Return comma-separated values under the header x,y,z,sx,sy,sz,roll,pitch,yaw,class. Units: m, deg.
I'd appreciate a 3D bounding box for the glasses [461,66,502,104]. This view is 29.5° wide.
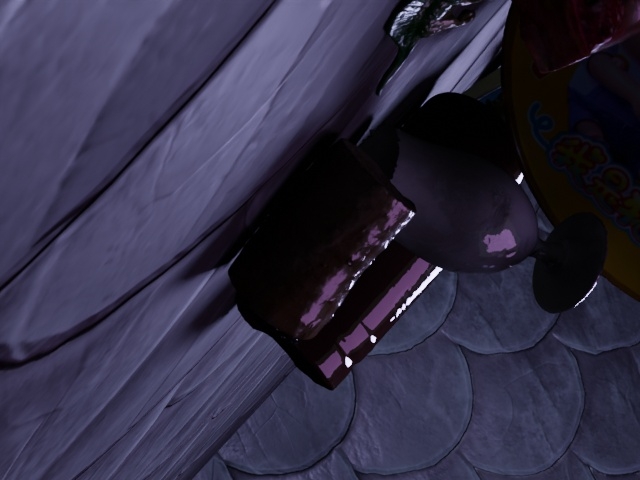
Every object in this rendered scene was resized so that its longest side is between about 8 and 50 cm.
x,y,z,sx,sy,sz,roll,pitch,yaw,class
0.177,-0.116,1.272,0.207,0.102,0.239,-46,175,-26,glasses

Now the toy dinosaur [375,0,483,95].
x,y,z,sx,sy,sz,roll,pitch,yaw,class
0.054,-0.125,0.684,0.060,0.029,0.119,-19,160,-47,toy dinosaur

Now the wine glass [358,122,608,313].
x,y,z,sx,sy,sz,roll,pitch,yaw,class
0.118,-0.017,0.941,0.093,0.202,0.093,-44,-148,38,wine glass

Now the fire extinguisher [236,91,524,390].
x,y,z,sx,sy,sz,roll,pitch,yaw,class
0.078,-0.027,1.071,0.337,0.114,0.135,-46,-173,-12,fire extinguisher

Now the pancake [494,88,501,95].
x,y,z,sx,sy,sz,roll,pitch,yaw,class
0.244,-0.222,1.408,0.158,0.028,0.158,-53,-178,3,pancake

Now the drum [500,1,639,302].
x,y,z,sx,sy,sz,roll,pitch,yaw,class
0.374,-0.138,0.962,0.214,0.431,0.431,-40,170,-49,drum

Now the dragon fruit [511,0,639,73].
x,y,z,sx,sy,sz,roll,pitch,yaw,class
0.183,-0.194,0.737,0.262,0.134,0.211,-29,180,-22,dragon fruit

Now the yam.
x,y,z,sx,sy,sz,roll,pitch,yaw,class
0.001,0.000,0.814,0.127,0.084,0.084,-49,175,15,yam
